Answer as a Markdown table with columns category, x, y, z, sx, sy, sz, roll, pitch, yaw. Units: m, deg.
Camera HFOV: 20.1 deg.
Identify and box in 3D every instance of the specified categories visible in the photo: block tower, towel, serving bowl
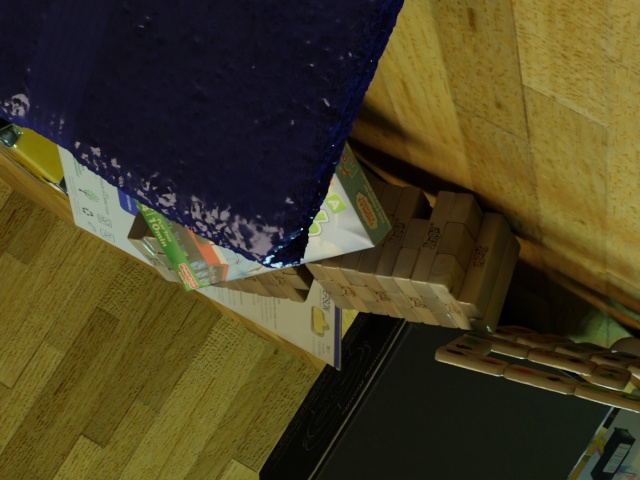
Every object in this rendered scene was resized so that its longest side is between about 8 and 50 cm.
| category | x | y | z | sx | sy | sz | roll | pitch | yaw |
| --- | --- | --- | --- | --- | --- | --- | --- | --- | --- |
| block tower | 0.000 | 0.000 | 1.592 | 0.335 | 0.097 | 0.091 | 7 | 154 | 27 |
| towel | -0.102 | -0.146 | 1.076 | 0.308 | 0.227 | 0.076 | 30 | -155 | 17 |
| serving bowl | 0.305 | 0.111 | 1.647 | 0.083 | 0.027 | 0.083 | 31 | 172 | 5 |

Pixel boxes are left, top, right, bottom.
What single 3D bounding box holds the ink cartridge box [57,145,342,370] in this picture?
| category | x | y | z | sx | sy | sz | roll | pitch | yaw |
| --- | --- | --- | --- | --- | --- | --- | --- | --- | --- |
| ink cartridge box | -0.105 | -0.004 | 1.795 | 0.333 | 0.065 | 0.165 | 29 | 153 | 15 |

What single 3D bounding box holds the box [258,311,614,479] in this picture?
| category | x | y | z | sx | sy | sz | roll | pitch | yaw |
| --- | --- | --- | --- | --- | --- | --- | --- | --- | --- |
| box | 0.099 | 0.203 | 1.815 | 0.212 | 0.293 | 0.395 | 32 | -178 | -3 |

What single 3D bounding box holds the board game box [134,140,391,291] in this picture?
| category | x | y | z | sx | sy | sz | roll | pitch | yaw |
| --- | --- | --- | --- | --- | --- | --- | --- | --- | --- |
| board game box | -0.064 | -0.050 | 1.489 | 0.211 | 0.039 | 0.160 | -15 | 112 | 38 |

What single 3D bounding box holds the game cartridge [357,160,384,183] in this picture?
| category | x | y | z | sx | sy | sz | roll | pitch | yaw |
| --- | --- | --- | --- | --- | --- | --- | --- | --- | --- |
| game cartridge | -0.082 | -0.106 | 1.694 | 0.355 | 0.068 | 0.230 | 37 | 174 | -34 |

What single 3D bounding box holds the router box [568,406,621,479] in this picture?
| category | x | y | z | sx | sy | sz | roll | pitch | yaw |
| --- | --- | --- | --- | --- | --- | --- | --- | --- | --- |
| router box | 0.206 | 0.259 | 2.133 | 0.309 | 0.243 | 0.081 | 24 | 169 | 40 |

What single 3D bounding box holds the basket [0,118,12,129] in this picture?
| category | x | y | z | sx | sy | sz | roll | pitch | yaw |
| --- | --- | --- | --- | --- | --- | --- | --- | --- | --- |
| basket | -0.337 | -0.234 | 1.560 | 0.227 | 0.154 | 0.204 | 36 | 143 | 13 |

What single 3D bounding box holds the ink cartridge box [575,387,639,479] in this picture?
| category | x | y | z | sx | sy | sz | roll | pitch | yaw |
| --- | --- | --- | --- | --- | --- | --- | --- | --- | --- |
| ink cartridge box | 0.343 | 0.262 | 1.886 | 0.127 | 0.175 | 0.072 | 36 | 173 | -23 |

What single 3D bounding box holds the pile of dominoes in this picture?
| category | x | y | z | sx | sy | sz | roll | pitch | yaw |
| --- | --- | --- | --- | --- | --- | --- | --- | --- | --- |
| pile of dominoes | 0.240 | 0.096 | 1.510 | 0.251 | 0.040 | 0.196 | 14 | -170 | 15 |

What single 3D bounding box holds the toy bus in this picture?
| category | x | y | z | sx | sy | sz | roll | pitch | yaw |
| --- | --- | --- | --- | --- | --- | --- | --- | --- | --- |
| toy bus | -0.357 | -0.149 | 2.270 | 0.130 | 0.108 | 0.332 | 30 | 172 | 25 |
